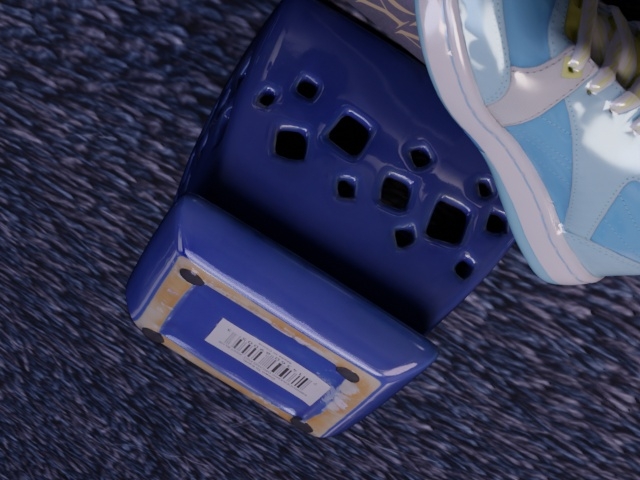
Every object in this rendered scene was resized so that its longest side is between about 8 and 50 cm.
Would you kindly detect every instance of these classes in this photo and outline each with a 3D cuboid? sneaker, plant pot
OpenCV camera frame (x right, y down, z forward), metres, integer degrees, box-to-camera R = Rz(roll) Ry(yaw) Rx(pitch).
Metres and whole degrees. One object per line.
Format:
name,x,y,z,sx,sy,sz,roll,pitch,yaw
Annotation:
sneaker,0.189,-0.094,1.103,0.208,0.127,0.319,0,145,28
plant pot,0.000,0.000,1.379,0.236,0.212,0.236,32,154,-5

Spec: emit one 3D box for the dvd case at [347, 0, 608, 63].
dvd case,0.094,-0.152,1.221,0.221,0.018,0.164,38,154,-16
